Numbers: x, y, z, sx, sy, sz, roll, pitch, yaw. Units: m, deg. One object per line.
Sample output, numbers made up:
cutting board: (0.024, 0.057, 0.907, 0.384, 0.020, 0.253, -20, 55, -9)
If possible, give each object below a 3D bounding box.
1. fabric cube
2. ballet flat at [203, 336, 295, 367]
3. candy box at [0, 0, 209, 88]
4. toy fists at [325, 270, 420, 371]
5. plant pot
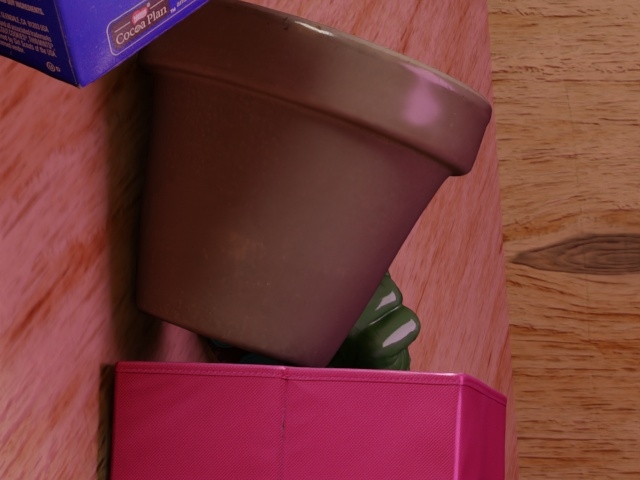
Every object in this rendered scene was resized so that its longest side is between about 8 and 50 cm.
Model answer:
fabric cube: (-0.006, 0.228, 1.442, 0.254, 0.259, 0.258, 31, 61, -76)
ballet flat: (-0.058, 0.070, 1.634, 0.079, 0.077, 0.221, -104, 175, -50)
candy box: (-0.111, -0.291, 1.077, 0.268, 0.122, 0.317, -40, 136, -35)
toy fists: (0.000, 0.000, 1.636, 0.142, 0.096, 0.279, 68, -4, -61)
plant pot: (-0.034, -0.034, 1.438, 0.263, 0.263, 0.229, 30, 79, -75)
